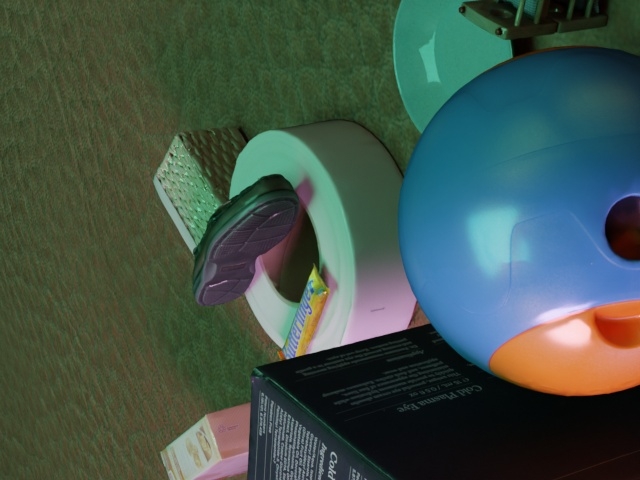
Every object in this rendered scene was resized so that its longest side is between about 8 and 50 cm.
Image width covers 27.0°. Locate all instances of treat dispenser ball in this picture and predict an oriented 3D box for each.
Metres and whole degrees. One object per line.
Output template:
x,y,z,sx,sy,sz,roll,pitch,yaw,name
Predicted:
0.207,-0.016,1.098,0.288,0.288,0.288,26,122,51,treat dispenser ball

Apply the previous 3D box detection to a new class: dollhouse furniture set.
0.232,-0.225,1.136,0.183,0.129,0.129,42,134,43,dollhouse furniture set

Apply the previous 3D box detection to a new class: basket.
-0.134,-0.063,1.790,0.167,0.113,0.103,58,139,28,basket

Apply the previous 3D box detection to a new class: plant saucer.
0.146,-0.188,1.372,0.195,0.037,0.195,26,122,51,plant saucer

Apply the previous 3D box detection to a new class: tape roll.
0.000,0.000,1.611,0.286,0.100,0.286,25,120,52,tape roll

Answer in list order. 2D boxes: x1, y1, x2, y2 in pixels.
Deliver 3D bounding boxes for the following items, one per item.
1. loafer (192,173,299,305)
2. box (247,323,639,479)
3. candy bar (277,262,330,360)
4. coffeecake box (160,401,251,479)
-0.106,-0.013,1.595,0.267,0.096,0.084,-54,50,53,loafer
0.155,0.220,1.211,0.312,0.343,0.179,31,125,50,box
-0.018,0.095,1.560,0.040,0.018,0.161,55,141,32,candy bar
-0.122,0.282,1.860,0.185,0.142,0.068,-43,64,54,coffeecake box
